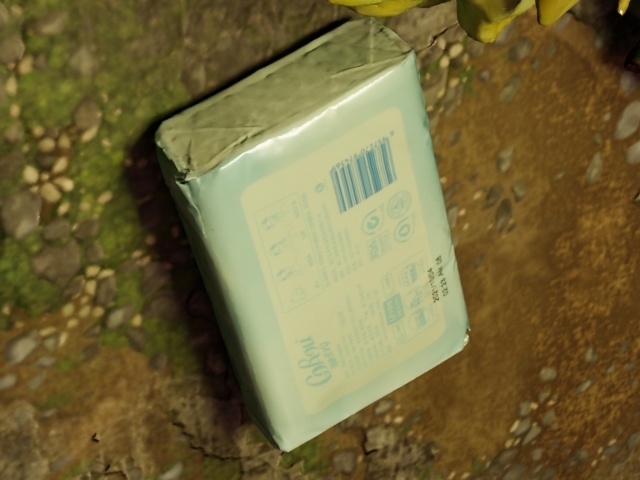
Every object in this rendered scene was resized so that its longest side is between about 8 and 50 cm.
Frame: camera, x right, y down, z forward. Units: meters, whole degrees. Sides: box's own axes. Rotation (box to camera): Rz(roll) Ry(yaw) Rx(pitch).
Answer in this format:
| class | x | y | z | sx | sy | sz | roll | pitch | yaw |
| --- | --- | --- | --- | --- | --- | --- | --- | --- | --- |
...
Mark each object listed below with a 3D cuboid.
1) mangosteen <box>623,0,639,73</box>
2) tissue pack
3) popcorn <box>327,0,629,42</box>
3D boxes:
| class | x | y | z | sx | sy | sz | roll | pitch | yaw |
| --- | --- | --- | --- | --- | --- | --- | --- | --- | --- |
| mangosteen | 0.314 | -0.185 | 1.085 | 0.216 | 0.216 | 0.216 | -18 | 127 | -26 |
| tissue pack | 0.000 | 0.000 | 1.067 | 0.177 | 0.089 | 0.263 | -29 | 133 | -15 |
| popcorn | 0.055 | -0.252 | 0.816 | 0.312 | 0.312 | 0.312 | -18 | 127 | -26 |
